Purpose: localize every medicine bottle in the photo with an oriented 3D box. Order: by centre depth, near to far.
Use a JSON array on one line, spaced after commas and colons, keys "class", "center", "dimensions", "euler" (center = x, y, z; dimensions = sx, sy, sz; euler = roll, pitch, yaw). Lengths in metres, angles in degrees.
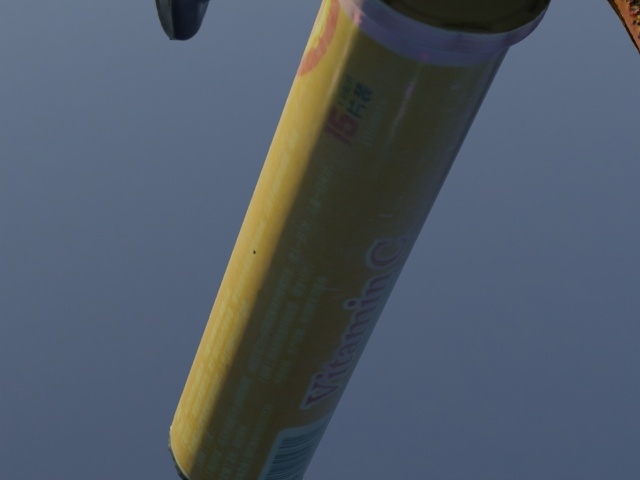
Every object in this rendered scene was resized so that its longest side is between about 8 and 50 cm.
[{"class": "medicine bottle", "center": [0.000, 0.000, 0.979], "dimensions": [0.108, 0.426, 0.108], "euler": [10, -132, -12]}]

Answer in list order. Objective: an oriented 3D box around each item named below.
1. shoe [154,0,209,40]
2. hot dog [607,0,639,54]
[{"class": "shoe", "center": [-0.098, -0.299, 1.735], "dimensions": [0.112, 0.228, 0.099], "euler": [8, -160, 3]}, {"class": "hot dog", "center": [0.284, -0.187, 1.412], "dimensions": [0.059, 0.108, 0.191], "euler": [16, -139, -60]}]
